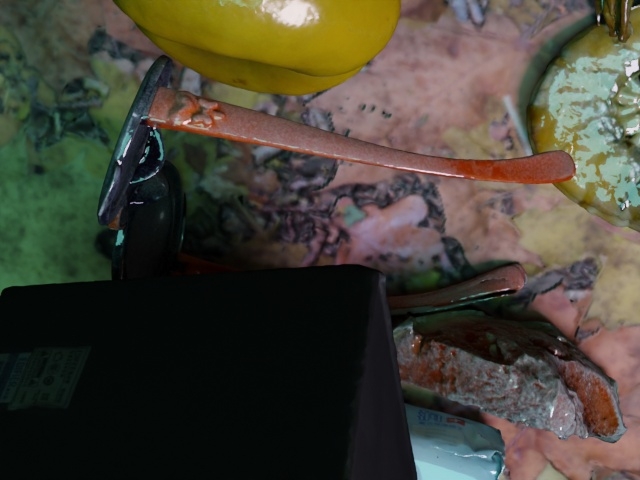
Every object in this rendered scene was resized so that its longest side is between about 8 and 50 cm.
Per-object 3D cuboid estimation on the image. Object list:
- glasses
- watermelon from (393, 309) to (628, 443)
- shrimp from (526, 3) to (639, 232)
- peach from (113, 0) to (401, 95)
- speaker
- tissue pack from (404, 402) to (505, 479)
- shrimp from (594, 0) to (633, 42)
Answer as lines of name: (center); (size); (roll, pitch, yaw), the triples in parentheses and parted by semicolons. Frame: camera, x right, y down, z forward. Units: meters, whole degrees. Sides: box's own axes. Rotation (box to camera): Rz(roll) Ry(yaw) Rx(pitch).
glasses: (0.000, 0.000, 0.820); (0.268, 0.118, 0.234); (13, 154, 4)
watermelon: (0.136, 0.088, 0.882); (0.187, 0.139, 0.071); (17, 92, -17)
shrimp: (0.239, -0.064, 0.851); (0.217, 0.051, 0.150); (26, 105, 1)
peach: (-0.040, -0.145, 0.789); (0.179, 0.179, 0.103); (14, 88, 1)
speaker: (-0.078, 0.158, 0.795); (0.253, 0.184, 0.232); (-4, 127, 11)
tissue pack: (-0.017, 0.181, 0.959); (0.263, 0.089, 0.177); (14, 111, 4)
shrimp: (0.193, -0.243, 0.780); (0.145, 0.061, 0.267); (3, 109, -4)
